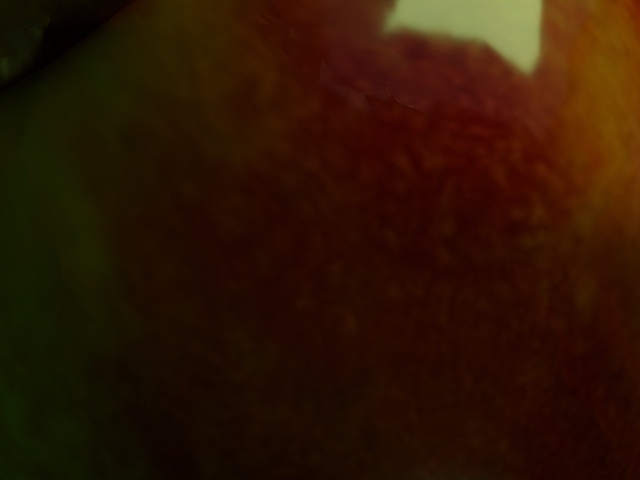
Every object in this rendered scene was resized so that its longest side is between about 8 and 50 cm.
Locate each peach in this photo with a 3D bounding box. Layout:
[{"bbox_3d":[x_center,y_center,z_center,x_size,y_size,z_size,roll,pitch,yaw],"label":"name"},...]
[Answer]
[{"bbox_3d":[0.000,0.000,0.724,0.370,0.370,0.370,35,17,-13],"label":"peach"}]
